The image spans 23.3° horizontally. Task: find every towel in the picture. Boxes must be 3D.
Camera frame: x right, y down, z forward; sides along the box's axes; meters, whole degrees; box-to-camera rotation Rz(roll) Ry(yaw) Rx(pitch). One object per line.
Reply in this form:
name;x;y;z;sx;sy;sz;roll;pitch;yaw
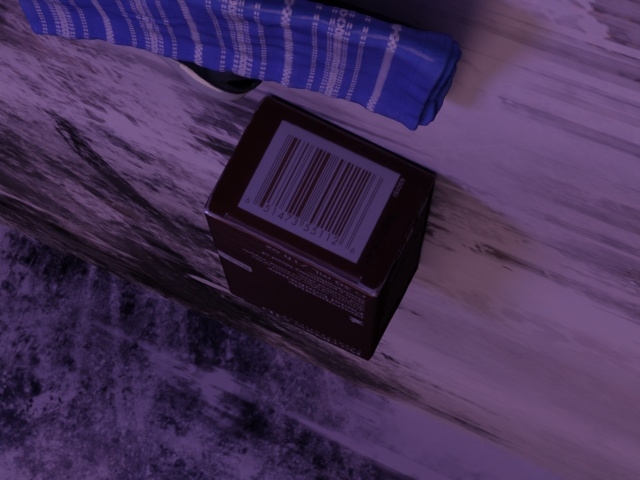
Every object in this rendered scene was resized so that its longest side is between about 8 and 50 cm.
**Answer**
towel;-0.069;-0.148;1.132;0.336;0.040;0.243;13;176;0

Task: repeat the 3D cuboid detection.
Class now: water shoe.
water shoe;-0.127;-0.195;1.299;0.203;0.073;0.080;28;147;-23

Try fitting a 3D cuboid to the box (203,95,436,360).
box;0.000;0.000;1.624;0.191;0.143;0.381;26;169;7
